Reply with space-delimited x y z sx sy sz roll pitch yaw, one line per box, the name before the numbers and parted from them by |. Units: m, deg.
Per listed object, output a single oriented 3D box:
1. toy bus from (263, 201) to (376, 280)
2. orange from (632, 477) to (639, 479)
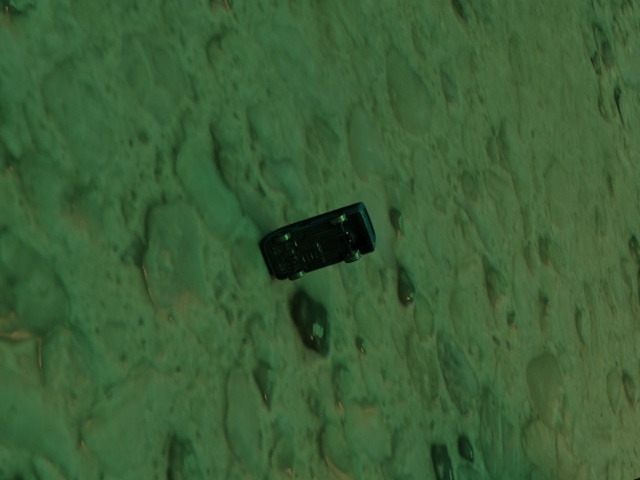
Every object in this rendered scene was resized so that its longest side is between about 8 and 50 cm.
toy bus | 0.000 0.000 1.516 0.046 0.083 0.038 -68 138 -71
orange | 0.356 0.367 1.936 0.368 0.210 0.271 18 63 -65
